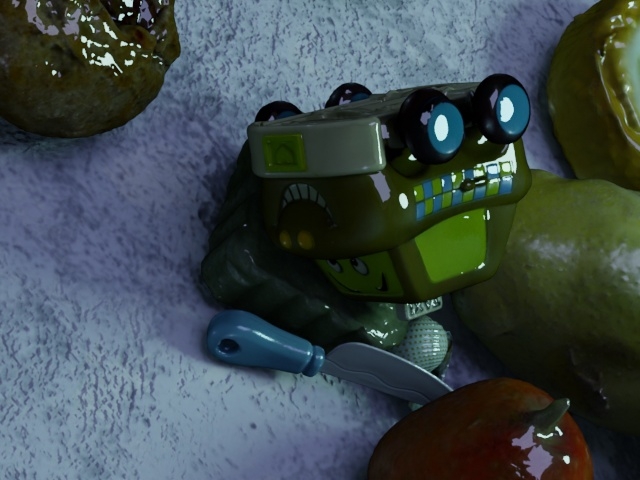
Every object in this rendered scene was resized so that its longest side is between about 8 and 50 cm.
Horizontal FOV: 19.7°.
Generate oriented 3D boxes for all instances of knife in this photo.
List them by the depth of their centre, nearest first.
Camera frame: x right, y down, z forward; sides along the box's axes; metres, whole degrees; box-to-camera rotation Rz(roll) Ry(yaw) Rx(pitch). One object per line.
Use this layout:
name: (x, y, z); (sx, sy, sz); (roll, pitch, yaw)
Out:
knife: (0.020, 0.106, 1.585); (0.244, 0.058, 0.032); (15, 39, -11)

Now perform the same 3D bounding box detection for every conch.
conch: (0.085, 0.109, 1.650); (0.076, 0.057, 0.085); (22, 92, -62)

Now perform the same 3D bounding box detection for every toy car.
toy car: (0.066, -0.032, 1.536); (0.248, 0.204, 0.198); (-16, 102, -42)

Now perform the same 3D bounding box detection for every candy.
candy: (0.353, -0.138, 1.906); (0.260, 0.118, 0.260); (13, 63, -27)

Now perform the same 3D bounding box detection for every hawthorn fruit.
hawthorn fruit: (0.146, 0.201, 1.520); (0.199, 0.251, 0.199); (12, 51, -15)

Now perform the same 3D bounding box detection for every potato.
potato: (0.261, 0.052, 1.702); (0.351, 0.218, 0.202); (18, 18, -19)

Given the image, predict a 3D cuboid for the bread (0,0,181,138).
bread: (-0.212, -0.199, 1.549); (0.230, 0.123, 0.230); (28, 50, -40)

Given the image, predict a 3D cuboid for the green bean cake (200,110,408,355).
green bean cake: (0.000, 0.000, 1.628); (0.185, 0.094, 0.183); (27, 55, -18)
